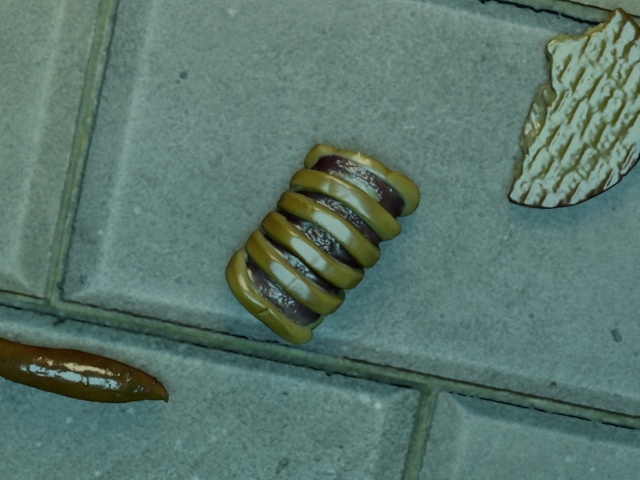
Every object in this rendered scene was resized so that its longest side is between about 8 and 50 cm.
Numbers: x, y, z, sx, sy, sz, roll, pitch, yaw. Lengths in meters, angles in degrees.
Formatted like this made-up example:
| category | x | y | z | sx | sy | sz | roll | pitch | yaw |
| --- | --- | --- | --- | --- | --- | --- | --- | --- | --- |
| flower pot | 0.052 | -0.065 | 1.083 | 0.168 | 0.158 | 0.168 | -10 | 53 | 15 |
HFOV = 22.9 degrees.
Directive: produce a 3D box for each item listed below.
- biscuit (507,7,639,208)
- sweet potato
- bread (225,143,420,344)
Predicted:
| category | x | y | z | sx | sy | sz | roll | pitch | yaw |
| --- | --- | --- | --- | --- | --- | --- | --- | --- | --- |
| biscuit | 0.283 | -0.136 | 1.749 | 0.228 | 0.031 | 0.176 | -37 | 99 | 5 |
| sweet potato | -0.296 | 0.142 | 1.749 | 0.264 | 0.057 | 0.057 | 14 | 98 | -7 |
| bread | 0.000 | 0.000 | 1.730 | 0.134 | 0.081 | 0.225 | 36 | 96 | -7 |
